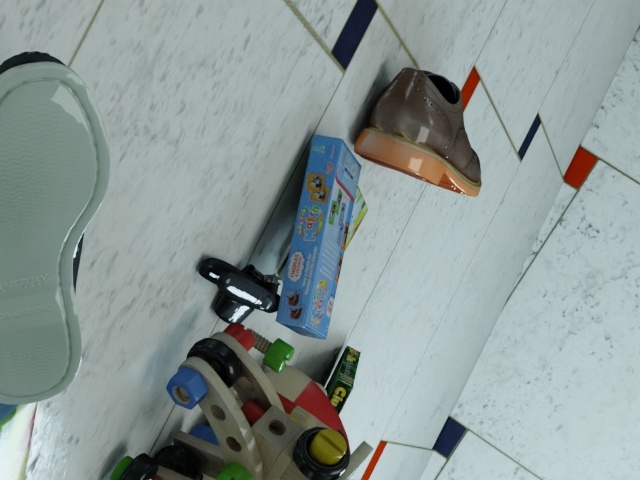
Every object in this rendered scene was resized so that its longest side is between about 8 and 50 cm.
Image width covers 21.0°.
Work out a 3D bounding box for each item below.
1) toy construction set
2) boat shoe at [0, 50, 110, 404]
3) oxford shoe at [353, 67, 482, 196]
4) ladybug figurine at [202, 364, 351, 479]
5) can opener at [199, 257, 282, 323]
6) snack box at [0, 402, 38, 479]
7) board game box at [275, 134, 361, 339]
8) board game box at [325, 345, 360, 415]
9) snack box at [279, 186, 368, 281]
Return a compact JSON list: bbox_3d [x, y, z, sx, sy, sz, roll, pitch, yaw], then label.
[{"bbox_3d":[-0.051,0.234,1.870,0.257,0.237,0.309,-62,169,22],"label":"toy construction set"},{"bbox_3d":[-0.214,-0.017,1.201,0.114,0.091,0.303,-3,133,-22],"label":"boat shoe"},{"bbox_3d":[0.151,-0.138,2.196,0.363,0.130,0.133,9,101,-75],"label":"oxford shoe"},{"bbox_3d":[-0.095,0.345,2.095,0.449,0.162,0.305,-55,163,-31],"label":"ladybug figurine"},{"bbox_3d":[-0.083,0.053,1.832,0.073,0.059,0.186,-61,166,-6],"label":"can opener"},{"bbox_3d":[-0.301,0.215,1.330,0.174,0.070,0.207,-45,156,-51],"label":"snack box"},{"bbox_3d":[0.000,0.000,1.953,0.160,0.039,0.212,44,56,-78],"label":"board game box"},{"bbox_3d":[0.012,0.233,2.425,0.136,0.030,0.260,-61,180,8],"label":"board game box"},{"bbox_3d":[0.005,0.001,2.094,0.141,0.037,0.100,-61,164,-9],"label":"snack box"}]
